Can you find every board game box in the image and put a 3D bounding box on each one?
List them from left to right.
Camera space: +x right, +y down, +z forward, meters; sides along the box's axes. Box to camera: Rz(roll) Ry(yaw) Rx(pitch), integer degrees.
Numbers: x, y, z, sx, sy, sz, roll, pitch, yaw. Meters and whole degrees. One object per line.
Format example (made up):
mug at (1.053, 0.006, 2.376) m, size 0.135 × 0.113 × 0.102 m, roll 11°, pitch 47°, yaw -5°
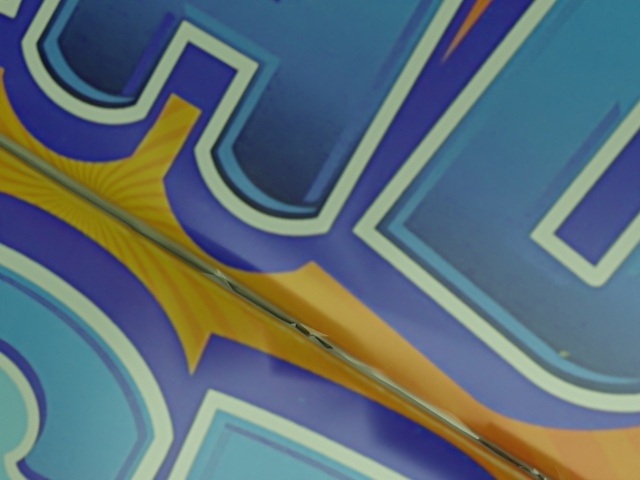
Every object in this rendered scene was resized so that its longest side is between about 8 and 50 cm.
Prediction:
board game box at (0.000, 0.000, 0.511) m, size 0.356 × 0.356 × 0.356 m, roll 31°, pitch 95°, yaw 15°
